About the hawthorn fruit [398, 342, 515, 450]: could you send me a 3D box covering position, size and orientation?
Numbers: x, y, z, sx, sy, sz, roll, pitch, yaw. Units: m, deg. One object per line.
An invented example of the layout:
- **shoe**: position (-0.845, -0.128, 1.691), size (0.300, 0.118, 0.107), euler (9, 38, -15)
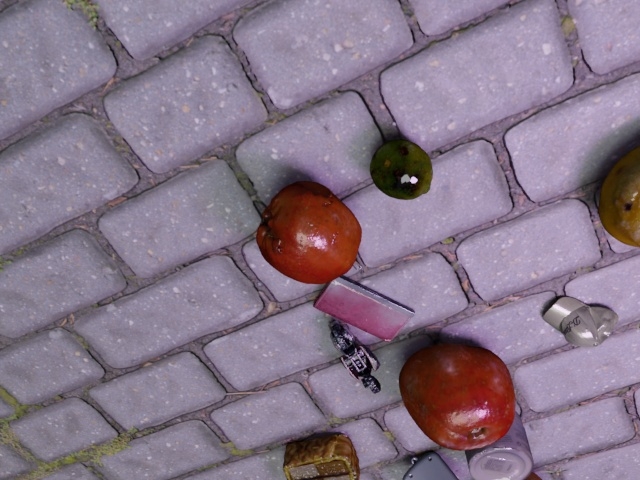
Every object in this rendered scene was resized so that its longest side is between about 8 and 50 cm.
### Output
- **hawthorn fruit**: position (0.344, 0.378, 1.539), size (0.284, 0.284, 0.284), euler (1, 123, 1)

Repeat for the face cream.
- **face cream**: position (0.486, 0.570, 1.713), size (0.177, 0.153, 0.177), euler (1, 122, 2)

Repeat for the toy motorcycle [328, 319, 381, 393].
- **toy motorcycle**: position (0.088, 0.290, 1.578), size (0.082, 0.122, 0.213), euler (-34, 105, -4)

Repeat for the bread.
- **bread**: position (0.000, 0.659, 1.819), size (0.222, 0.096, 0.182), euler (-15, 121, 14)

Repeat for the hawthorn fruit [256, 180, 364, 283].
- **hawthorn fruit**: position (0.000, 0.000, 1.335), size (0.299, 0.211, 0.211), euler (30, 120, -32)

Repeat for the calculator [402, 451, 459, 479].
- **calculator**: position (0.348, 0.736, 1.804), size (0.141, 0.045, 0.246), euler (-38, 78, -13)

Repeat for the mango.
- **mango**: position (0.712, -0.132, 1.252), size (0.329, 0.176, 0.176), euler (-44, 136, 6)

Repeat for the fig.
- **fig**: position (0.183, -0.142, 1.298), size (0.123, 0.123, 0.156), euler (-42, 151, 25)

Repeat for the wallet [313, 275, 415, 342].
- **wallet**: position (0.107, 0.171, 1.539), size (0.232, 0.025, 0.119), euler (27, 119, -15)

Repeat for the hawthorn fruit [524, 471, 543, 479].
- **hawthorn fruit**: position (0.606, 0.784, 1.841), size (0.251, 0.199, 0.199), euler (21, 122, -28)

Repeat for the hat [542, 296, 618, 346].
- **hat**: position (0.637, 0.198, 1.516), size (0.166, 0.081, 0.122), euler (31, 117, -6)
